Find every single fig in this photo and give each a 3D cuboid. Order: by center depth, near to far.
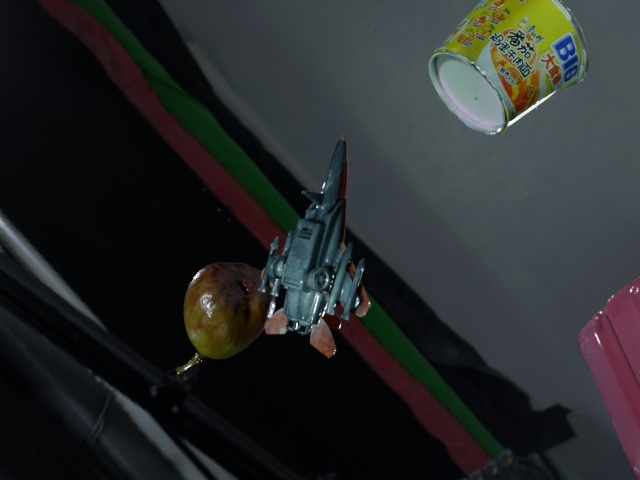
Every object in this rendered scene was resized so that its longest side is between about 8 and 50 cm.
[{"bbox_3d":[-0.202,0.168,1.267,0.170,0.274,0.145,8,-145,-44],"label":"fig"}]

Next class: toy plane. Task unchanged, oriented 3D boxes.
[{"bbox_3d":[-0.005,0.000,1.001,0.223,0.326,0.104,13,-171,41],"label":"toy plane"}]

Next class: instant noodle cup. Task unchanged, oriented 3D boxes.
[{"bbox_3d":[0.270,-0.262,0.997,0.205,0.153,0.205,46,172,8],"label":"instant noodle cup"}]

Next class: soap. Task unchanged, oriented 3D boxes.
[{"bbox_3d":[0.559,0.239,1.018,0.128,0.233,0.360,4,-125,-25],"label":"soap"}]
